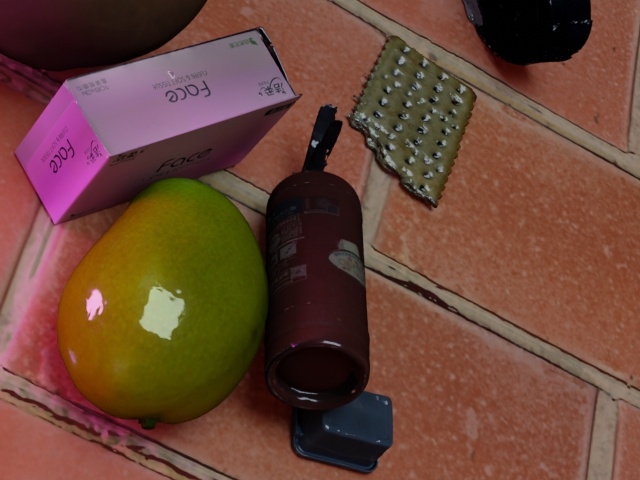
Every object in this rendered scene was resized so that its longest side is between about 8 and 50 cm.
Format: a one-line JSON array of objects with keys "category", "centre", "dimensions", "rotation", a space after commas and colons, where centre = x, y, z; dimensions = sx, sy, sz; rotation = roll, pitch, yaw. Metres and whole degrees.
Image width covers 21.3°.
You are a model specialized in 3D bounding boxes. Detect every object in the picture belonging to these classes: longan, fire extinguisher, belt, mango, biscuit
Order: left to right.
[{"category": "longan", "centre": [-0.234, -0.322, 1.656], "dimensions": [0.319, 0.319, 0.318], "rotation": [17, 54, -25]}, {"category": "mango", "centre": [-0.135, 0.056, 1.592], "dimensions": [0.185, 0.149, 0.273], "rotation": [39, 43, -4]}, {"category": "fire extinguisher", "centre": [0.000, 0.000, 1.707], "dimensions": [0.102, 0.138, 0.344], "rotation": [13, 43, -13]}, {"category": "biscuit", "centre": [0.105, -0.144, 1.966], "dimensions": [0.144, 0.016, 0.203], "rotation": [35, 48, -11]}, {"category": "belt", "centre": [0.248, -0.303, 2.075], "dimensions": [0.078, 0.151, 0.198], "rotation": [-10, 58, -33]}]

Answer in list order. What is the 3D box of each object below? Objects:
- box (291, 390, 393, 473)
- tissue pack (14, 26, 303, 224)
[{"category": "box", "centre": [0.026, 0.180, 1.681], "dimensions": [0.099, 0.054, 0.074], "rotation": [17, 52, -24]}, {"category": "tissue pack", "centre": [-0.160, -0.114, 1.684], "dimensions": [0.246, 0.148, 0.092], "rotation": [-22, 77, -39]}]
